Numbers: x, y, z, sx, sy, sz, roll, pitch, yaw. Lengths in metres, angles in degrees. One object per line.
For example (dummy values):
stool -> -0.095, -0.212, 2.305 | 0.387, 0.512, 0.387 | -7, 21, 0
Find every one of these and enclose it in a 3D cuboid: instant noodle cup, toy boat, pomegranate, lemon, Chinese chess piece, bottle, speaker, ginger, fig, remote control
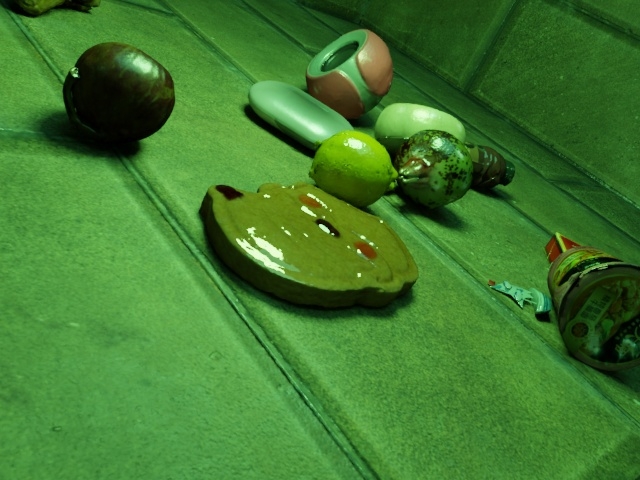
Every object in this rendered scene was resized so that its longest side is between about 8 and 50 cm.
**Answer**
instant noodle cup -> 0.614, 0.125, 1.340 | 0.244, 0.244, 0.255 | 27, 17, -2
toy boat -> 0.463, 0.126, 1.396 | 0.149, 0.034, 0.105 | 26, 26, 25
pomegranate -> 0.273, -0.181, 1.570 | 0.214, 0.214, 0.248 | 41, 38, 25
lemon -> 0.076, -0.161, 1.374 | 0.206, 0.173, 0.173 | 14, 27, -4
Chinese chess piece -> 0.292, -0.306, 1.788 | 0.270, 0.112, 0.270 | 17, -5, 2
bottle -> 0.513, -0.250, 1.986 | 0.271, 0.143, 0.156 | 12, 56, -24
speaker -> 0.102, -0.546, 1.966 | 0.294, 0.294, 0.294 | 22, 27, -12
ginger -> -0.712, -0.697, 1.611 | 0.165, 0.172, 0.321 | -7, 21, 21
fig -> -0.383, -0.270, 1.136 | 0.205, 0.205, 0.205 | 22, 27, -12
remote control -> -0.048, -0.336, 1.646 | 0.332, 0.103, 0.221 | 33, 33, 12

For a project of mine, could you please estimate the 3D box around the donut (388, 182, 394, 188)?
donut -> 0.145, -0.166, 1.592 | 0.108, 0.043, 0.097 | 17, 28, -25

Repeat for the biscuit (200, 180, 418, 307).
biscuit -> 0.000, -0.001, 1.139 | 0.350, 0.078, 0.455 | 46, 31, 25

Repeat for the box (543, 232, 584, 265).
box -> 0.713, 0.082, 1.659 | 0.153, 0.074, 0.240 | 23, 27, 0
